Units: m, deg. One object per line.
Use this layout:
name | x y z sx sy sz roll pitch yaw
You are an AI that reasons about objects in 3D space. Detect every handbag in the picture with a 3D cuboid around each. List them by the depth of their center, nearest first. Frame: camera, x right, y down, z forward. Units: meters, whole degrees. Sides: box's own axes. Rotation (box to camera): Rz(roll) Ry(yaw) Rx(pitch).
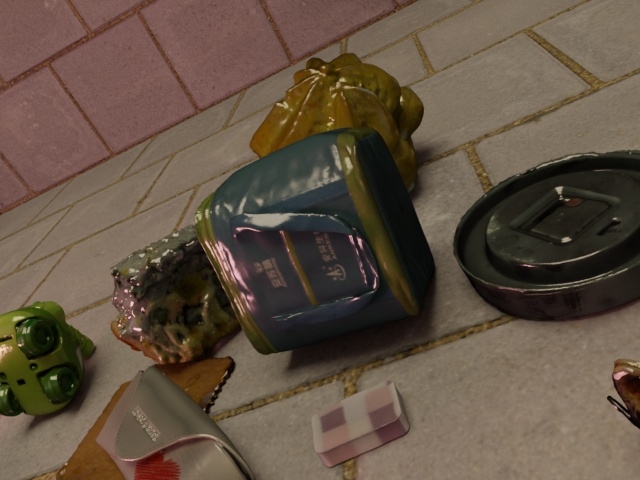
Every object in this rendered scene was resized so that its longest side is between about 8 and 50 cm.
handbag | 0.000 0.000 0.758 0.240 0.263 0.222 -22 13 21

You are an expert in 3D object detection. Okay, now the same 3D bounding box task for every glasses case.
glasses case | -0.199 0.250 0.700 0.128 0.083 0.308 -42 30 -22

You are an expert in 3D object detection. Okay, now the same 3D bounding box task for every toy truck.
toy truck | -0.500 0.191 1.016 0.148 0.187 0.211 -18 29 12

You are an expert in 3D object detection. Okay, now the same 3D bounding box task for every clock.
clock | 0.305 -0.014 0.701 0.280 0.055 0.281 -23 27 13

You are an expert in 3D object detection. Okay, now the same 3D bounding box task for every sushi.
sushi | -0.210 0.074 0.922 0.274 0.184 0.139 -35 26 -27

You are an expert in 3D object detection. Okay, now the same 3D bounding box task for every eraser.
eraser | 0.042 0.201 0.628 0.105 0.026 0.065 -26 24 9

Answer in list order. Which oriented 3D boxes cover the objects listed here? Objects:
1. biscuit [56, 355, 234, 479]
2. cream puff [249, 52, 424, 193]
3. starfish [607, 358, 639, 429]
biscuit | -0.258 0.265 0.837 0.236 0.013 0.232 -12 33 31
cream puff | 0.020 -0.200 1.071 0.378 0.276 0.378 -26 26 14
starfish | 0.368 0.086 0.410 0.303 0.113 0.312 -23 30 13
